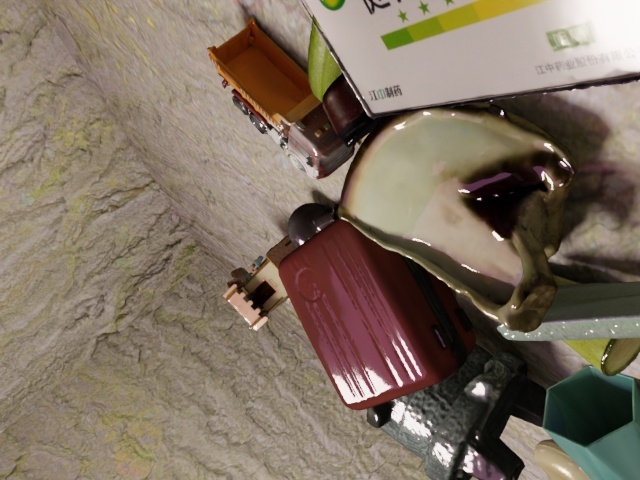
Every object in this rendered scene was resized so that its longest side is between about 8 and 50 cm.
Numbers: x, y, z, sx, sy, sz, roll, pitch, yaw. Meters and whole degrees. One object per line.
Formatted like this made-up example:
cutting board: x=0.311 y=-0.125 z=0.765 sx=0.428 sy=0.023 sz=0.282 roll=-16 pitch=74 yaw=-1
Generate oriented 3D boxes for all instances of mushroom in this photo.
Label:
mushroom: x=0.198 y=-0.055 z=0.664 sx=0.292 sy=0.212 sz=0.217 roll=43 pitch=122 yaw=42

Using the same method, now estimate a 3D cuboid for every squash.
squash: x=0.321 y=0.092 z=0.738 sx=0.224 sy=0.094 sz=0.094 roll=33 pitch=158 yaw=54
squash: x=0.019 y=-0.261 z=0.714 sx=0.069 sy=0.069 sz=0.239 roll=45 pitch=162 yaw=10

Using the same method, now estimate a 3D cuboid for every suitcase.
suitcase: x=0.086 y=0.104 z=0.878 sx=0.236 sy=0.161 sz=0.296 roll=-34 pitch=81 yaw=39

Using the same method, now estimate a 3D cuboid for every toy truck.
toy truck: x=-0.058 y=-0.231 z=0.897 sx=0.270 sy=0.114 sz=0.135 roll=46 pitch=168 yaw=13

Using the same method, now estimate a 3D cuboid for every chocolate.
chocolate: x=0.058 y=-0.189 z=0.688 sx=0.080 sy=0.149 sz=0.125 roll=49 pitch=123 yaw=-1

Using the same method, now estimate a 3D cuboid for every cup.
cup: x=0.466 y=0.324 z=0.831 sx=0.235 sy=0.134 sz=0.148 roll=49 pitch=166 yaw=-17

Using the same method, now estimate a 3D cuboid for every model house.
model house: x=-0.101 y=0.073 z=1.460 sx=0.169 sy=0.244 sz=0.326 roll=49 pitch=-164 yaw=3

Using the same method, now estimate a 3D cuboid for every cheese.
cheese: x=0.538 y=0.480 z=1.081 sx=0.163 sy=0.071 sz=0.249 roll=50 pitch=162 yaw=-5

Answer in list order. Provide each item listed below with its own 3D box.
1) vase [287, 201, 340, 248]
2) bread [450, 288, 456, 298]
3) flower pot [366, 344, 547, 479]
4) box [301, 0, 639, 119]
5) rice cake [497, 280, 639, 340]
vase: x=0.005 y=-0.036 z=1.179 sx=0.120 sy=0.120 sz=0.183 roll=51 pitch=149 yaw=-9
bread: x=0.155 y=0.050 z=0.982 sx=0.161 sy=0.088 sz=0.232 roll=-11 pitch=104 yaw=52
flower pot: x=0.261 y=0.304 z=0.998 sx=0.283 sy=0.299 sz=0.299 roll=32 pitch=157 yaw=32
box: x=0.130 y=-0.215 z=0.416 sx=0.173 sy=0.145 sz=0.333 roll=54 pitch=163 yaw=-23
rice cake: x=0.318 y=0.078 z=0.622 sx=0.222 sy=0.080 sz=0.042 roll=-13 pitch=113 yaw=48
